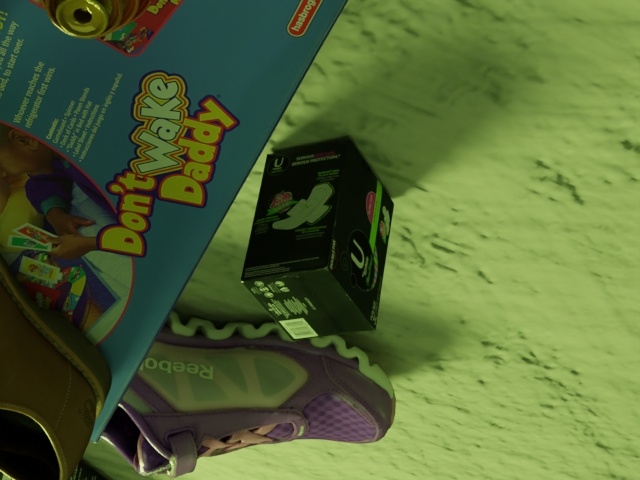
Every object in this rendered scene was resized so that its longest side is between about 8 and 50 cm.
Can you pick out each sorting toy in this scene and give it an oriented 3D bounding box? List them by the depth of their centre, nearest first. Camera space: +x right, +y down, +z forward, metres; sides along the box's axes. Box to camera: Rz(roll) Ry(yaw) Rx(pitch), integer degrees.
[{"bbox_3d":[-0.105,-0.110,0.603,0.102,0.042,0.061,31,128,-23],"label":"sorting toy"}]

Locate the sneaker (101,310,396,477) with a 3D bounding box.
[{"bbox_3d":[-0.072,0.102,0.993,0.236,0.105,0.095,12,144,-6],"label":"sneaker"}]

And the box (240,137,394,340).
[{"bbox_3d":[0.000,0.000,0.847,0.052,0.083,0.062,-8,142,26],"label":"box"}]

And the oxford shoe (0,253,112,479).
[{"bbox_3d":[-0.178,0.039,0.731,0.076,0.076,0.212,-29,124,30],"label":"oxford shoe"}]

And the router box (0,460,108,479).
[{"bbox_3d":[-0.230,0.217,1.244,0.178,0.046,0.133,-14,139,30],"label":"router box"}]

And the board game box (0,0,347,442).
[{"bbox_3d":[-0.149,-0.068,0.731,0.233,0.078,0.347,20,132,-15],"label":"board game box"}]
